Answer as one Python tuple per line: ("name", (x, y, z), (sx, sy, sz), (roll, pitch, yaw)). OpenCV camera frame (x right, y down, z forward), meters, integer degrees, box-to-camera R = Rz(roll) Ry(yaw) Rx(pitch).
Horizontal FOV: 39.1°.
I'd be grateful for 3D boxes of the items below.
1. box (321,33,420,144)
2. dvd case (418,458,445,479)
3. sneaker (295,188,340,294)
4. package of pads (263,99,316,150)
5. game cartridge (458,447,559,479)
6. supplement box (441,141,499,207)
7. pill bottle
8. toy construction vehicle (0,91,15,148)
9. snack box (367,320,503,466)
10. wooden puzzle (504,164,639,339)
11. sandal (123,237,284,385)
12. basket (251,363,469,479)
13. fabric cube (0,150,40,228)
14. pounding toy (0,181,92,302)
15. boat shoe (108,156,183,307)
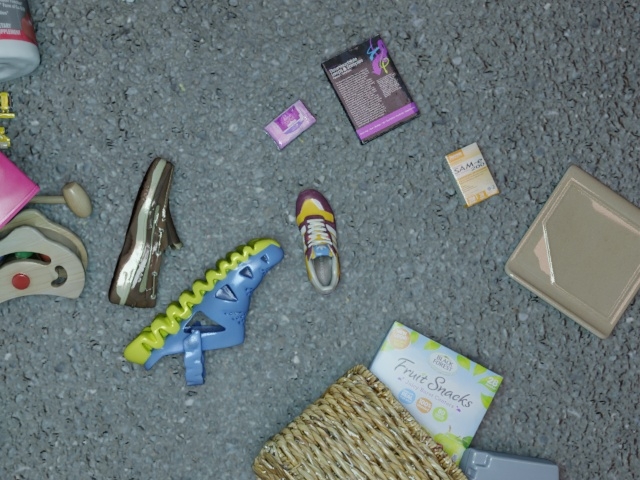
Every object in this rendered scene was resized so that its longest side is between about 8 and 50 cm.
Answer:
("box", (0.087, -0.264, 1.579), (0.116, 0.029, 0.162), (-27, 91, -4))
("dvd case", (0.165, 0.462, 1.560), (0.221, 0.018, 0.164), (-1, 88, -3))
("sneaker", (0.000, 0.000, 1.536), (0.069, 0.084, 0.185), (-13, 89, -3))
("package of pads", (-0.054, -0.200, 1.567), (0.083, 0.032, 0.050), (-40, 92, -4))
("game cartridge", (0.294, 0.503, 1.512), (0.198, 0.062, 0.297), (14, 93, -28))
("supplement box", (0.262, -0.114, 1.577), (0.062, 0.036, 0.098), (-25, 89, -4))
("pill bottle", (-0.580, -0.428, 1.477), (0.176, 0.176, 0.318), (-13, 89, -3))
("toy construction vehicle", (-0.567, -0.204, 1.544), (0.086, 0.035, 0.098), (-4, 91, -14))
("snack box", (0.178, 0.259, 1.537), (0.207, 0.070, 0.174), (28, 87, 3))
("wooden puzzle", (0.468, 0.020, 1.584), (0.221, 0.044, 0.239), (34, 82, -1))
("sandal", (-0.174, 0.124, 1.512), (0.317, 0.126, 0.138), (-44, 94, 5))
("basket", (0.065, 0.398, 1.471), (0.223, 0.213, 0.299), (-38, 76, -28))
("fabric cube", (-0.626, -0.082, 1.366), (0.258, 0.259, 0.254), (46, 74, -21))
("pounding toy", (-0.479, 0.021, 1.520), (0.269, 0.155, 0.154), (-29, 118, 6))
("boat shoe", (-0.279, -0.008, 1.528), (0.095, 0.095, 0.257), (17, 93, -16))
